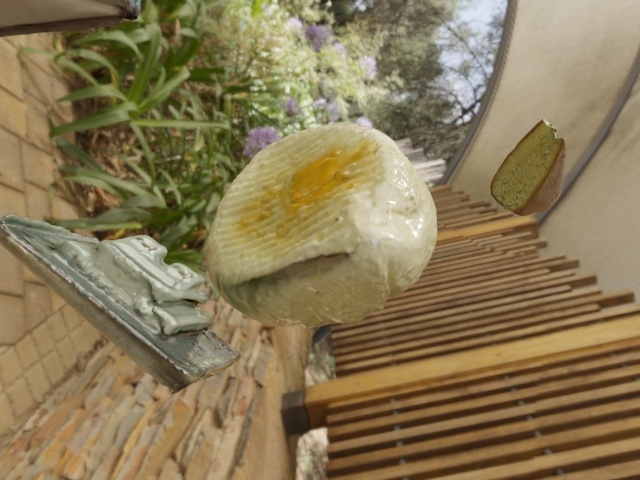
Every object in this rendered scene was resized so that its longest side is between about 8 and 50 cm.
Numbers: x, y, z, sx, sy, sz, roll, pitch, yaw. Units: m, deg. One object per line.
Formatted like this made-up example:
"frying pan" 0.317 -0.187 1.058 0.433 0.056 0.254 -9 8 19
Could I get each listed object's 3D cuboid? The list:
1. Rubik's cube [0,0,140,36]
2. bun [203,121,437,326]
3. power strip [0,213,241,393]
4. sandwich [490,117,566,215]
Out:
"Rubik's cube" -0.237 -0.271 0.323 0.231 0.221 0.225 80 5 -69
"bun" 0.000 0.000 0.611 0.153 0.243 0.244 52 19 -38
"power strip" -0.149 0.038 0.514 0.198 0.065 0.213 37 -3 4
"sandwich" 0.129 -0.037 0.368 0.031 0.044 0.083 47 -1 29
